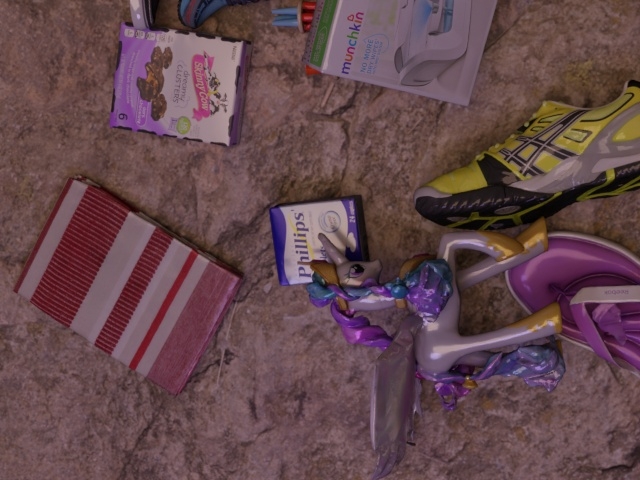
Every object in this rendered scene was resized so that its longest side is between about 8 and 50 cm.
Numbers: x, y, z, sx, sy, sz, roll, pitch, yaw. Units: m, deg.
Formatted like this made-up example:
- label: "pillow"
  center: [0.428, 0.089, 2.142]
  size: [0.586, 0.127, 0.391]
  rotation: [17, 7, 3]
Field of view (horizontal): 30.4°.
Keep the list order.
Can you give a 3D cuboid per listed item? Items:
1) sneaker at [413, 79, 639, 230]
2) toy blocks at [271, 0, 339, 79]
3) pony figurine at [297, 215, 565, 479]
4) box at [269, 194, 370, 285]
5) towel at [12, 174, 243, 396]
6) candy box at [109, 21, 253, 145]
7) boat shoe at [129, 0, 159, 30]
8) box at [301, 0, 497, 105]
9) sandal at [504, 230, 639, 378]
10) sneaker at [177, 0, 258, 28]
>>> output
- label: "sneaker"
  center: [0.320, -0.117, 1.719]
  size: [0.385, 0.145, 0.147]
  rotation: [-15, 75, 10]
- label: "toy blocks"
  center: [0.002, -0.303, 1.773]
  size: [0.148, 0.054, 0.123]
  rotation: [0, 100, 12]
- label: "pony figurine"
  center: [0.164, 0.143, 1.701]
  size: [0.363, 0.303, 0.351]
  rotation: [-8, 91, 7]
- label: "box"
  center: [0.000, 0.000, 1.810]
  size: [0.137, 0.072, 0.126]
  rotation: [-6, 97, 12]
- label: "towel"
  center: [-0.312, 0.071, 1.899]
  size: [0.329, 0.037, 0.237]
  rotation: [32, 105, 6]
- label: "candy box"
  center: [-0.214, -0.241, 1.813]
  size: [0.196, 0.070, 0.164]
  rotation: [10, 99, 9]
- label: "boat shoe"
  center: [-0.243, -0.425, 1.771]
  size: [0.076, 0.080, 0.228]
  rotation: [2, 74, 2]
- label: "box"
  center: [0.120, -0.348, 1.666]
  size: [0.231, 0.127, 0.262]
  rotation: [11, 103, -18]
- label: "sandal"
  center: [0.464, 0.124, 1.727]
  size: [0.416, 0.102, 0.169]
  rotation: [33, 102, 5]
- label: "sneaker"
  center: [-0.101, -0.397, 1.753]
  size: [0.262, 0.104, 0.125]
  rotation: [-43, 91, 14]
